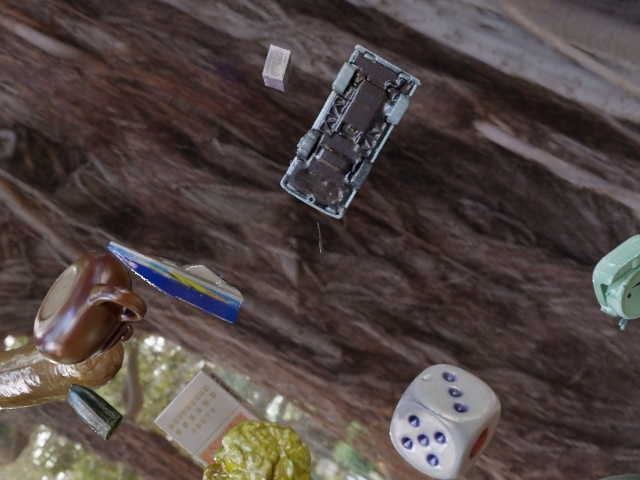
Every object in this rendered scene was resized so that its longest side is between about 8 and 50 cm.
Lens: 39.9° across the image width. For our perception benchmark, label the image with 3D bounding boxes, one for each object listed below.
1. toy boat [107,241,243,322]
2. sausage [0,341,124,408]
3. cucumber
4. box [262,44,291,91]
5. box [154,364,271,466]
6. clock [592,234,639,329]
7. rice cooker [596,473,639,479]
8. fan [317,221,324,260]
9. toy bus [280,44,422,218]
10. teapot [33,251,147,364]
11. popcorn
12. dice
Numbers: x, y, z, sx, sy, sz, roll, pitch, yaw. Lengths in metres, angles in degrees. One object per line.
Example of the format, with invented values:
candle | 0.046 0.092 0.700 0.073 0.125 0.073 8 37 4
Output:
toy boat | -0.299 0.072 1.812 0.088 0.295 0.129 -65 18 -7
sausage | -0.555 0.260 1.742 0.136 0.500 0.123 8 -109 -49
cucumber | -0.370 0.273 1.429 0.048 0.105 0.048 -50 -3 -3
box | -0.069 -0.276 1.418 0.117 0.036 0.051 139 147 -89
box | -0.223 0.508 2.250 0.204 0.365 0.051 -48 3 17
clock | 0.677 0.101 1.918 0.159 0.066 0.211 -35 -54 -14
rice cooker | 0.467 0.506 1.222 0.335 0.335 0.325 -61 0 7
fan | 0.000 0.000 1.777 0.056 0.004 0.083 -88 -10 -66
toy bus | 0.051 -0.188 1.531 0.271 0.133 0.165 -60 3 11
teapot | -0.325 0.106 1.304 0.252 0.135 0.178 -15 50 49
popcorn | -0.135 0.529 1.932 0.252 0.236 0.206 -61 4 24
dice | 0.285 0.413 2.012 0.193 0.191 0.194 -30 -41 -43
